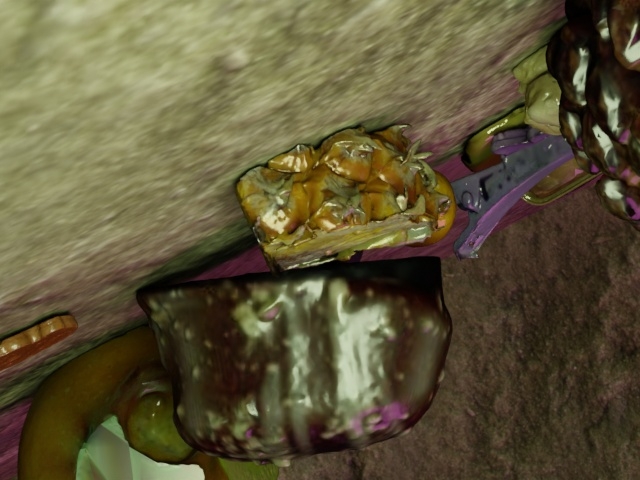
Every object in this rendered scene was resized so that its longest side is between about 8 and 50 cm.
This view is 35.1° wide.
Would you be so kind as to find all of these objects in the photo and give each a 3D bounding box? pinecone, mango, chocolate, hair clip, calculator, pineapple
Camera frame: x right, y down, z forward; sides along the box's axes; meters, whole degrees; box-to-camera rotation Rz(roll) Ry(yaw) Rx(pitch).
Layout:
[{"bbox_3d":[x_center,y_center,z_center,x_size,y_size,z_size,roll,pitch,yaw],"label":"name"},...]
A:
[{"bbox_3d":[0.311,-0.133,0.725,0.296,0.298,0.242,-26,-142,56],"label":"pinecone"},{"bbox_3d":[0.108,-0.040,1.203,0.066,0.101,0.187,-26,-178,-21],"label":"mango"},{"bbox_3d":[-0.022,0.138,1.109,0.340,0.210,0.225,-7,173,9],"label":"chocolate"},{"bbox_3d":[0.242,-0.091,1.255,0.137,0.090,0.278,5,139,-44],"label":"hair clip"},{"bbox_3d":[0.257,-0.139,1.329,0.157,0.033,0.236,-28,169,7],"label":"calculator"},{"bbox_3d":[0.003,-0.034,0.934,0.236,0.114,0.186,-9,162,-39],"label":"pineapple"}]

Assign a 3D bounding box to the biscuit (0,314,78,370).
[{"bbox_3d":[-0.307,0.109,1.021,0.130,0.019,0.102,-27,173,-10],"label":"biscuit"}]

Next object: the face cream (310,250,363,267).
[{"bbox_3d":[0.000,0.000,1.185,0.073,0.073,0.283,-29,172,6],"label":"face cream"}]

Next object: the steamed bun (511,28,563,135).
[{"bbox_3d":[0.282,-0.164,0.976,0.192,0.106,0.177,-18,166,-46],"label":"steamed bun"}]

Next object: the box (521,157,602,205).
[{"bbox_3d":[0.352,-0.127,1.495,0.111,0.111,0.177,-19,168,-49],"label":"box"}]

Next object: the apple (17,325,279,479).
[{"bbox_3d":[-0.230,0.279,1.392,0.384,0.374,0.374,-57,180,-15],"label":"apple"}]
